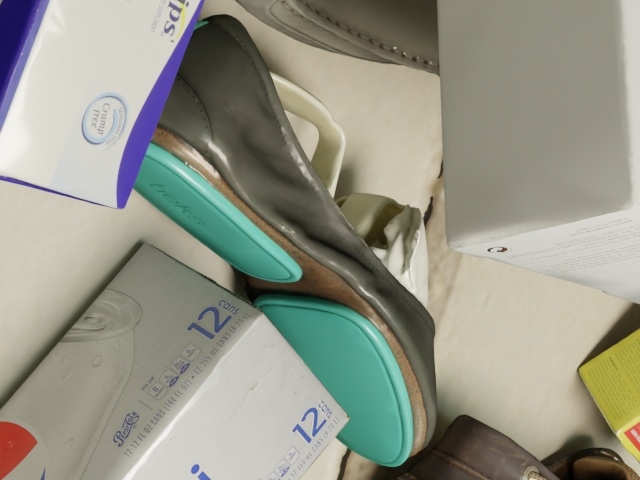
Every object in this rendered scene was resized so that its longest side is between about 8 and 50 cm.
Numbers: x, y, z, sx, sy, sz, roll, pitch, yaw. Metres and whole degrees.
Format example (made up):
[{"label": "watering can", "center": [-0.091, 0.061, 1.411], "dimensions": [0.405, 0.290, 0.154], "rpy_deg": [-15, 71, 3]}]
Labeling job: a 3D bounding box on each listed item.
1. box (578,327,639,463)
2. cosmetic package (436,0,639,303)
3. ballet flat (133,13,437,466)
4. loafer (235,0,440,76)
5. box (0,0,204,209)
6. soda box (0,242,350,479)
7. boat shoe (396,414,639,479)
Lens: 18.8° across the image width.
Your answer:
[{"label": "box", "center": [0.276, 0.052, 1.159], "dimensions": [0.232, 0.058, 0.087], "rpy_deg": [-33, 137, 9]}, {"label": "cosmetic package", "center": [0.171, -0.159, 0.872], "dimensions": [0.284, 0.097, 0.377], "rpy_deg": [15, 68, -48]}, {"label": "ballet flat", "center": [0.000, 0.000, 0.919], "dimensions": [0.096, 0.095, 0.280], "rpy_deg": [-58, 138, -22]}, {"label": "loafer", "center": [0.090, -0.127, 0.922], "dimensions": [0.319, 0.111, 0.112], "rpy_deg": [-2, 111, -43]}, {"label": "box", "center": [-0.114, -0.095, 0.725], "dimensions": [0.072, 0.137, 0.126], "rpy_deg": [15, 99, -45]}, {"label": "soda box", "center": [-0.122, 0.145, 0.871], "dimensions": [0.286, 0.091, 0.098], "rpy_deg": [-50, 137, -12]}, {"label": "boat shoe", "center": [0.169, 0.196, 1.145], "dimensions": [0.355, 0.132, 0.130], "rpy_deg": [29, 90, -48]}]
